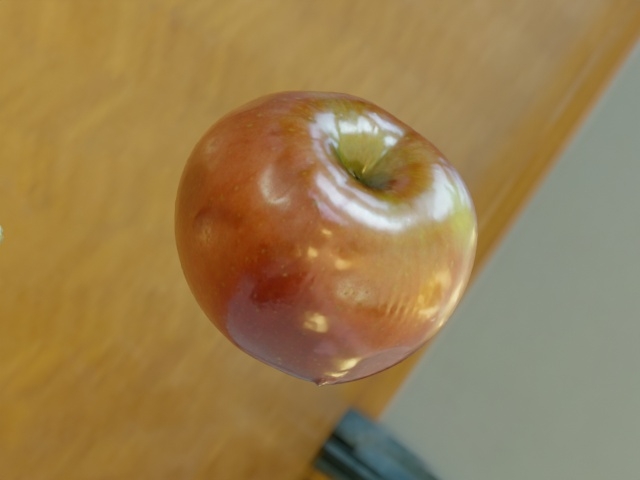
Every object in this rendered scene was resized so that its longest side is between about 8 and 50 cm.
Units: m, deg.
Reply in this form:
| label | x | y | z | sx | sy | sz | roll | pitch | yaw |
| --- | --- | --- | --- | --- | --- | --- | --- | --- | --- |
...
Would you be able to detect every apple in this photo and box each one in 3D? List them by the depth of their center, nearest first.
| label | x | y | z | sx | sy | sz | roll | pitch | yaw |
| --- | --- | --- | --- | --- | --- | --- | --- | --- | --- |
| apple | 0.000 | 0.000 | 1.045 | 0.163 | 0.163 | 0.139 | -39 | 167 | -48 |

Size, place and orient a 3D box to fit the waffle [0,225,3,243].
| label | x | y | z | sx | sy | sz | roll | pitch | yaw |
| --- | --- | --- | --- | --- | --- | --- | --- | --- | --- |
| waffle | -0.323 | -0.019 | 1.000 | 0.329 | 0.329 | 0.062 | 0 | 90 | -74 |
